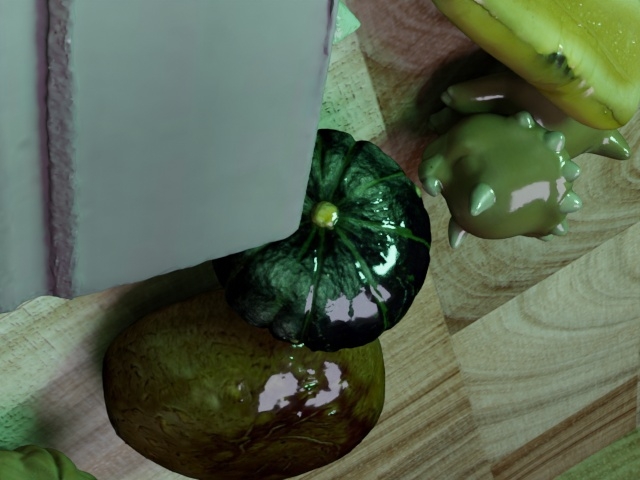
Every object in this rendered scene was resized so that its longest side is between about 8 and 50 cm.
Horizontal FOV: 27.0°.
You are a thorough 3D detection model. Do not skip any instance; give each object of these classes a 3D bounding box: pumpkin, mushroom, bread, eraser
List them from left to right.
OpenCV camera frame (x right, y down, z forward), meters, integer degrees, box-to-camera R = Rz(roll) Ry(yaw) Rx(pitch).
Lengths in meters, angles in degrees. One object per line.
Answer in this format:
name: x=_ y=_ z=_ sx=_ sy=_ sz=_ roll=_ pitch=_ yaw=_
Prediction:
eraser: x=-0.130 y=-0.122 z=0.941 sx=0.272 sy=0.122 sz=0.359 roll=-14 pitch=145 yaw=-22
mushroom: x=-0.081 y=0.161 z=1.487 sx=0.345 sy=0.239 sz=0.345 roll=-7 pitch=128 yaw=-9
pumpkin: x=0.000 y=0.000 z=1.297 sx=0.221 sy=0.220 sz=0.162 roll=-26 pitch=164 yaw=-12
bread: x=0.206 y=-0.214 z=1.241 sx=0.091 sy=0.142 sz=0.305 roll=1 pitch=161 yaw=44

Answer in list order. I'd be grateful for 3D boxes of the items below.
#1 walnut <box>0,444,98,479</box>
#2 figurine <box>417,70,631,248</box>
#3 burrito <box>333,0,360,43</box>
walnut: x=-0.354 y=0.365 z=1.476 sx=0.313 sy=0.277 sz=0.252 roll=-53 pitch=177 yaw=25
figurine: x=0.226 y=-0.083 z=1.405 sx=0.247 sy=0.173 sz=0.177 roll=-8 pitch=162 yaw=-34
burrito: x=-0.019 y=-0.194 z=1.158 sx=0.074 sy=0.044 sz=0.118 roll=-41 pitch=149 yaw=19
